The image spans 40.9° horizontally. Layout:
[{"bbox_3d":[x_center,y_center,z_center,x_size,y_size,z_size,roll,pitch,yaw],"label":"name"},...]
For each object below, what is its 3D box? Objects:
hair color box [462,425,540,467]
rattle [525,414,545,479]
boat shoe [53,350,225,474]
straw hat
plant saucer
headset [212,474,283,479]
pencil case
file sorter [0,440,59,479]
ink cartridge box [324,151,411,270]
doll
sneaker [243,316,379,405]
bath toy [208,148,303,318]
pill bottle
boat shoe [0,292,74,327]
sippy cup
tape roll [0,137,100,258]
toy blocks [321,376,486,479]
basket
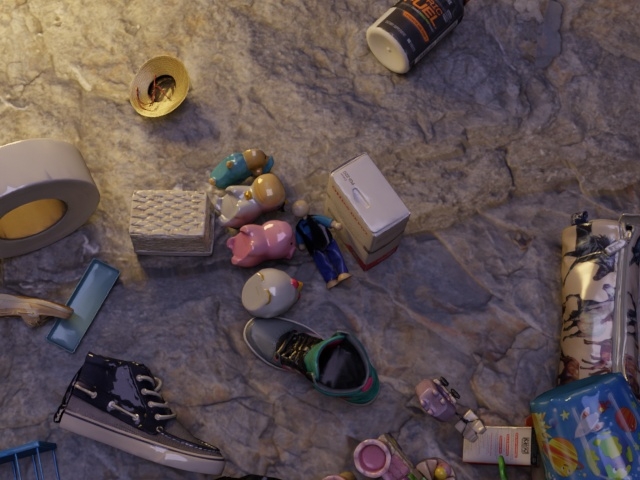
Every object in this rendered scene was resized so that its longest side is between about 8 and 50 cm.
[{"bbox_3d":[0.340,0.386,1.611,0.141,0.043,0.072,-8,67,39],"label":"hair color box"},{"bbox_3d":[0.421,0.457,1.638,0.130,0.143,0.200,-10,47,-26],"label":"rattle"},{"bbox_3d":[-0.324,0.321,1.618,0.340,0.127,0.158,17,80,6],"label":"boat shoe"},{"bbox_3d":[-0.341,-0.327,1.873,0.144,0.061,0.144,-3,78,15],"label":"straw hat"},{"bbox_3d":[-0.480,0.132,1.741,0.067,0.018,0.192,25,74,7],"label":"plant saucer"},{"bbox_3d":[-0.195,0.546,1.566,0.394,0.185,0.243,10,75,-13],"label":"headset"},{"bbox_3d":[0.547,0.153,1.661,0.160,0.183,0.410,6,72,1],"label":"pencil case"},{"bbox_3d":[-0.578,0.444,1.583,0.170,0.118,0.104,-15,76,-6],"label":"file sorter"},{"bbox_3d":[0.088,-0.053,1.704,0.092,0.218,0.158,-32,75,-11],"label":"ink cartridge box"},{"bbox_3d":[0.000,0.000,1.744,0.046,0.129,0.189,-23,81,-48],"label":"doll"},{"bbox_3d":[-0.019,0.217,1.632,0.295,0.178,0.124,25,73,8],"label":"sneaker"},{"bbox_3d":[-0.112,-0.010,1.743,0.151,0.129,0.348,-31,65,36],"label":"bath toy"},{"bbox_3d":[0.227,-0.494,1.901,0.130,0.130,0.245,42,75,12],"label":"pill bottle"},{"bbox_3d":[-0.572,0.145,1.711,0.170,0.063,0.059,8,80,18],"label":"boat shoe"},{"bbox_3d":[0.467,0.350,1.443,0.305,0.240,0.224,-16,81,-25],"label":"sippy cup"},{"bbox_3d":[-0.580,-0.078,1.672,0.286,0.286,0.100,-27,73,-9],"label":"tape roll"},{"bbox_3d":[0.175,0.440,1.477,0.309,0.260,0.288,-45,76,6],"label":"toy blocks"},{"bbox_3d":[-0.305,-0.037,1.754,0.167,0.103,0.113,1,70,0],"label":"basket"}]
